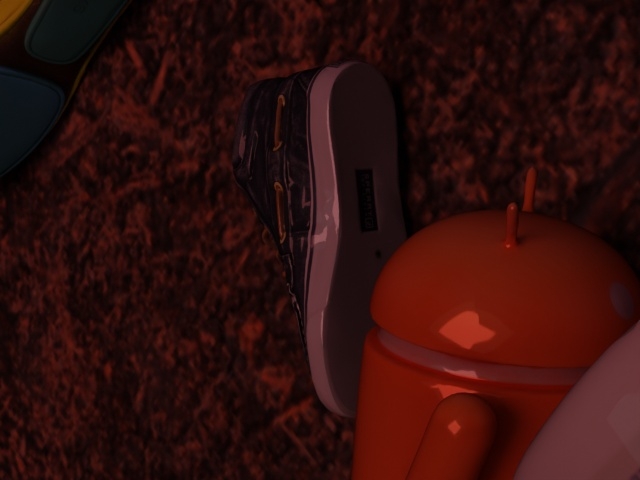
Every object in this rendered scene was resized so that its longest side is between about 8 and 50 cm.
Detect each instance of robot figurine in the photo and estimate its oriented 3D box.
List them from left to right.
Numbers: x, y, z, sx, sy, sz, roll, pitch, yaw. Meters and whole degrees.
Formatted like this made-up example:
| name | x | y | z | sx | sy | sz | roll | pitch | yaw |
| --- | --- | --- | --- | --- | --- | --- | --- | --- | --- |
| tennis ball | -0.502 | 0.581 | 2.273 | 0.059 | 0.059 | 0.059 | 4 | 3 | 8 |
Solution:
| name | x | y | z | sx | sy | sz | roll | pitch | yaw |
| --- | --- | --- | --- | --- | --- | --- | --- | --- | --- |
| robot figurine | 0.078 | 0.082 | 0.802 | 0.128 | 0.158 | 0.219 | 23 | 112 | 53 |

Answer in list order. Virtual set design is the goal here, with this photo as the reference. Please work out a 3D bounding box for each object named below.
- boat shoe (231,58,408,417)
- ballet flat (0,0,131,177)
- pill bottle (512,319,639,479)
| name | x | y | z | sx | sy | sz | roll | pitch | yaw |
| --- | --- | --- | --- | --- | --- | --- | --- | --- | --- |
| boat shoe | 0.000 | 0.000 | 0.950 | 0.083 | 0.065 | 0.183 | -3 | 87 | 50 |
| ballet flat | -0.178 | -0.122 | 1.101 | 0.231 | 0.077 | 0.077 | -47 | 41 | 29 |
| pill bottle | 0.261 | 0.191 | 0.605 | 0.407 | 0.229 | 0.229 | 54 | 124 | 27 |
